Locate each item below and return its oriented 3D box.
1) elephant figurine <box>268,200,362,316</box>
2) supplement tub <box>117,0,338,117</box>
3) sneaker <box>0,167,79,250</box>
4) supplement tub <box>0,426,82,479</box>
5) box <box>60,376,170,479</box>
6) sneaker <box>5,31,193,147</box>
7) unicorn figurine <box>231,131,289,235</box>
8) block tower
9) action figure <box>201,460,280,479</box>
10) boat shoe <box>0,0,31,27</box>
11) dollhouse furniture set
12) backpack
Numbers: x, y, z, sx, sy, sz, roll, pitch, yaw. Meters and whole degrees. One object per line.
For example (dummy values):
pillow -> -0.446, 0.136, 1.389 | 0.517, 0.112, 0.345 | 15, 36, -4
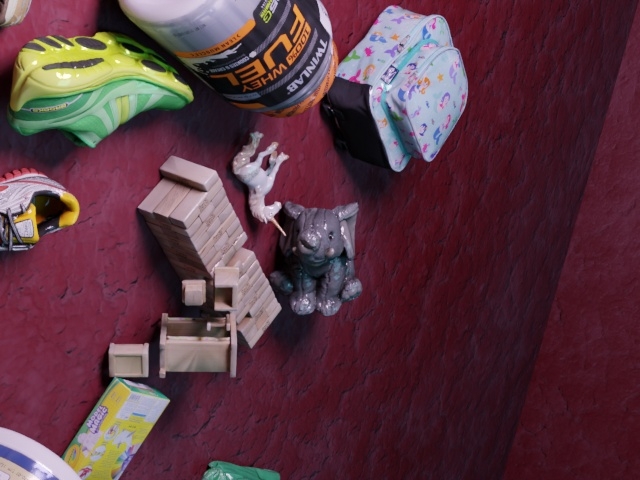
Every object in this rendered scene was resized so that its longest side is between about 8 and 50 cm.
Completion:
elephant figurine -> 0.000, 0.000, 1.696 | 0.169, 0.186, 0.239 | -25, 140, -22
supplement tub -> -0.108, -0.293, 1.332 | 0.316, 0.194, 0.193 | 35, 77, -59
sneaker -> -0.374, -0.027, 1.162 | 0.225, 0.093, 0.088 | -28, 130, -48
supplement tub -> -0.418, 0.393, 1.149 | 0.316, 0.228, 0.228 | -57, 150, -47
box -> -0.306, 0.290, 1.482 | 0.179, 0.043, 0.105 | -58, 149, 0
sneaker -> -0.273, -0.183, 1.248 | 0.123, 0.109, 0.295 | -54, 160, 25
unicorn figurine -> -0.093, -0.099, 1.612 | 0.162, 0.060, 0.111 | 39, 77, -42
block tower -> -0.162, 0.026, 1.533 | 0.097, 0.091, 0.335 | -53, 145, -27
action figure -> -0.135, 0.438, 1.816 | 0.063, 0.137, 0.232 | -55, 140, -1
boat shoe -> -0.325, -0.325, 1.105 | 0.190, 0.068, 0.072 | -67, 163, 15
dollhouse furniture set -> -0.212, 0.105, 1.482 | 0.101, 0.182, 0.161 | -103, -164, -64
backpack -> 0.146, -0.273, 1.769 | 0.253, 0.191, 0.225 | -61, 148, -25
